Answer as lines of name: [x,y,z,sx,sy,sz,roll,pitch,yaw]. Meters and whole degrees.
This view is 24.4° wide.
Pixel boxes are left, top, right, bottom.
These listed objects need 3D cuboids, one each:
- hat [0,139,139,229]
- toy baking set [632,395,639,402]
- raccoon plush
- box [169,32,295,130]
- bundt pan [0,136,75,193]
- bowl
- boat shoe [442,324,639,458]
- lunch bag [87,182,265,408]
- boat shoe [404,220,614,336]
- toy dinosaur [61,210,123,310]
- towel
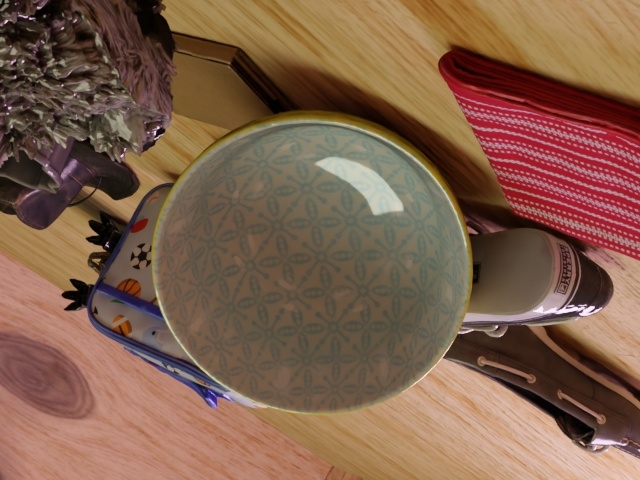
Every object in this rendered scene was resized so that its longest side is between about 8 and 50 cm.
hat: [-0.420,-0.096,2.077,0.331,0.134,0.331,28,167,7]
toy baking set: [0.477,0.261,1.770,0.256,0.030,0.197,34,166,-22]
raccoon plush: [-0.305,-0.168,1.056,0.299,0.216,0.446,-17,157,14]
box: [-0.113,-0.152,1.445,0.201,0.021,0.164,18,164,38]
bundt pan: [-0.413,-0.192,1.701,0.331,0.124,0.331,26,167,7]
bowl: [0.000,0.000,1.378,0.289,0.289,0.156,30,-158,-5]
boat shoe: [0.267,0.179,1.702,0.335,0.095,0.112,38,165,-19]
lunch bag: [-0.135,0.072,1.864,0.303,0.243,0.115,22,166,33]
boat shoe: [0.147,0.036,1.437,0.105,0.113,0.306,18,163,-38]
toy dinosaur: [-0.294,0.058,2.483,0.322,0.164,0.218,-9,159,41]
towel: [0.205,-0.048,1.148,0.199,0.031,0.275,23,166,27]
